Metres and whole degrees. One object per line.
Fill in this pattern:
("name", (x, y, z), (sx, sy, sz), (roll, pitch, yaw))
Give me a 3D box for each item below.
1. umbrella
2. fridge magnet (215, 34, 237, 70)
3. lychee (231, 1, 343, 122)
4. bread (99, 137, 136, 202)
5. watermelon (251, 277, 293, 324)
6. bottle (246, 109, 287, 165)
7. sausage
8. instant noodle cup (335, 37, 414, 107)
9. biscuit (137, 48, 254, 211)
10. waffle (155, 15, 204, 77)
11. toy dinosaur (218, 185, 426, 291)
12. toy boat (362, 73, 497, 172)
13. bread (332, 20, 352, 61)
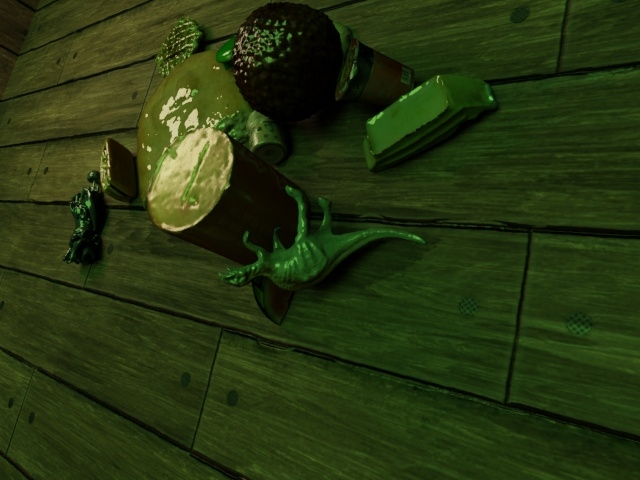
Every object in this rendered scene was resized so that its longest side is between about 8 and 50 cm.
("umbrella", (-0.793, -0.085, 1.569), (0.143, 0.094, 0.348), (-15, 63, 26))
("fridge magnet", (-0.180, -0.516, 1.244), (0.208, 0.088, 0.208), (-18, 31, 11))
("lychee", (-0.078, -0.392, 1.032), (0.261, 0.261, 0.260), (-13, 66, 32))
("bread", (-0.652, -0.225, 1.500), (0.077, 0.116, 0.200), (-29, 59, 20))
("watermelon", (-0.098, 0.103, 1.004), (0.094, 0.135, 0.125), (-11, 58, -8))
("bottle", (-0.136, -0.271, 1.159), (0.099, 0.099, 0.152), (-27, 56, 26))
("sausage", (-0.185, -0.078, 1.000), (0.233, 0.287, 0.232), (-11, 66, 26))
("instant noodle cup", (0.112, -0.329, 0.955), (0.127, 0.136, 0.127), (-167, 90, -76))
("biscuit", (-0.386, -0.365, 1.366), (0.430, 0.104, 0.445), (-29, 59, 25))
("waffle", (-0.474, -0.639, 1.560), (0.214, 0.054, 0.208), (-53, 55, 16))
("toy dinosaur", (0.000, 0.000, 0.914), (0.393, 0.092, 0.205), (2, 92, -1))
("toy boat", (0.193, -0.235, 0.913), (0.276, 0.084, 0.111), (-24, 59, 28))
("bread", (-0.024, -0.466, 1.185), (0.229, 0.034, 0.228), (-14, 65, 33))
